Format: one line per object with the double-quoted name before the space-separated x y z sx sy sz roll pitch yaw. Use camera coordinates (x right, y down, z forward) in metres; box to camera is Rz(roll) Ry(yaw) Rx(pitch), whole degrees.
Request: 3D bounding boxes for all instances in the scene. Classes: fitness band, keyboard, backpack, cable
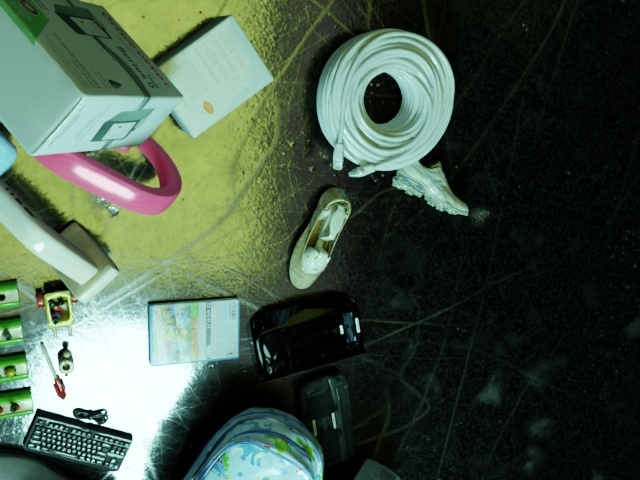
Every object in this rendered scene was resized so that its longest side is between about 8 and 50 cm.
"fitness band" -0.345 -0.145 1.262 0.291 0.209 0.054 28 114 -35
"keyboard" -0.434 0.357 1.473 0.180 0.023 0.108 22 95 -24
"backpack" -0.133 0.488 1.503 0.290 0.273 0.355 31 77 7
"cable" 0.120 -0.256 1.484 0.257 0.089 0.257 -10 106 -18

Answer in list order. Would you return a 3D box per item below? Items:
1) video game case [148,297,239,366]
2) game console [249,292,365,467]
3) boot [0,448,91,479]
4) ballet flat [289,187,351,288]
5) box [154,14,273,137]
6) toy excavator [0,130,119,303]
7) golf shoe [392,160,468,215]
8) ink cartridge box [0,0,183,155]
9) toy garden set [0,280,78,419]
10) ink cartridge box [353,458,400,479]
"video game case" -0.233 0.169 1.502 0.166 0.015 0.119 -3 105 -20
"game console" -0.010 0.289 1.601 0.213 0.044 0.361 -13 107 -15
"boot" -0.470 0.475 1.379 0.338 0.223 0.118 19 97 -23
"ballet flat" 0.000 0.000 1.515 0.073 0.067 0.206 17 98 -24
"box" -0.190 -0.278 1.362 0.170 0.091 0.130 -37 113 -8
"toy excavator" -0.516 -0.094 1.199 0.222 0.433 0.445 -42 85 -6
"golf shoe" 0.229 -0.108 1.575 0.176 0.069 0.086 27 87 -25
"ink cartridge box" -0.359 -0.242 1.164 0.121 0.289 0.211 -43 86 18
"toy garden set" -0.512 0.192 1.386 0.204 0.049 0.244 -7 106 -18
"ink cartridge box" 0.014 0.628 1.555 0.091 0.308 0.384 29 92 10
